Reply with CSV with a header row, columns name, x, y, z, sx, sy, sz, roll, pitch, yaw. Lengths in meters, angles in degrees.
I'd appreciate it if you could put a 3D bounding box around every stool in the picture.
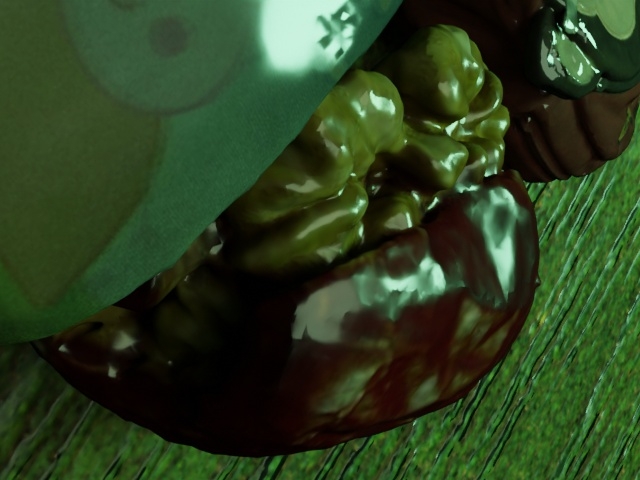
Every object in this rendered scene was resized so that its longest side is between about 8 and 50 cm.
name,x,y,z,sx,sy,sz,roll,pitch,yaw
stool,-0.143,-0.165,0.427,0.310,0.226,0.310,-48,129,-23

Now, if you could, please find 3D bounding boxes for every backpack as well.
name,x,y,z,sx,sy,sz,roll,pitch,yaw
backpack,0.154,-0.145,0.776,0.229,0.139,0.229,12,74,-52

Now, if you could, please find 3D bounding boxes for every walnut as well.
name,x,y,z,sx,sy,sz,roll,pitch,yaw
walnut,0.000,0.000,0.578,0.221,0.244,0.269,49,31,8
